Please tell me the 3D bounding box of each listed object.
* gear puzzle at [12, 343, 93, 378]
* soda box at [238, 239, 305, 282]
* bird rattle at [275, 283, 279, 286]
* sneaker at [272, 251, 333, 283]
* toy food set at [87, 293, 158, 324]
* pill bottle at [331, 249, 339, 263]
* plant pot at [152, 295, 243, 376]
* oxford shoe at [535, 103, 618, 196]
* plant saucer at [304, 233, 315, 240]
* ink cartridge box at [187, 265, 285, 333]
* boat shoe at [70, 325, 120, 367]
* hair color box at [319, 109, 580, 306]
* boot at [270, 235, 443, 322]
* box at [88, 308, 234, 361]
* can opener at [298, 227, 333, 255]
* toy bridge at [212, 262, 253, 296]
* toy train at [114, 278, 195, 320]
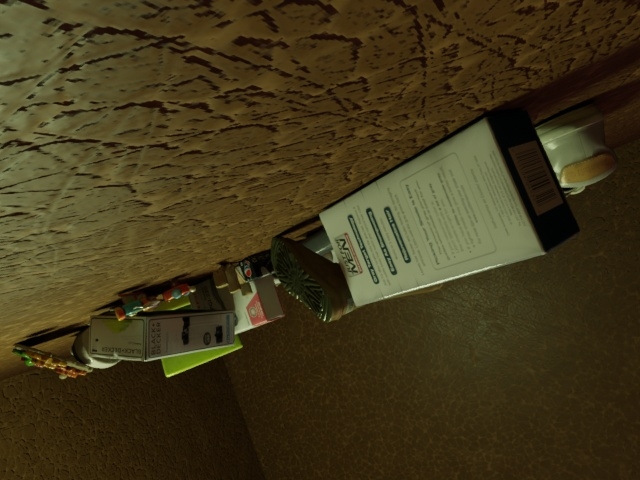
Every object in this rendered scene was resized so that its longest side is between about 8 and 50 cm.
[{"bbox_3d":[-0.631,0.293,1.146,0.175,0.044,0.339,25,156,-19],"label":"gear puzzle"},{"bbox_3d":[-0.104,0.048,1.163,0.168,0.053,0.060,-18,175,-39],"label":"soda box"},{"bbox_3d":[-0.213,0.170,1.707,0.207,0.143,0.253,-37,-175,-25],"label":"bird rattle"},{"bbox_3d":[-0.064,0.073,1.362,0.258,0.094,0.091,-17,179,-30],"label":"sneaker"},{"bbox_3d":[-0.473,0.183,1.178,0.132,0.039,0.192,-17,174,-43],"label":"toy food set"},{"bbox_3d":[0.088,0.064,1.837,0.108,0.108,0.193,-23,174,28],"label":"pill bottle"},{"bbox_3d":[-0.372,0.257,1.441,0.227,0.207,0.228,-19,175,-17],"label":"plant pot"},{"bbox_3d":[0.451,-0.145,0.942,0.169,0.130,0.449,-24,176,16],"label":"oxford shoe"},{"bbox_3d":[0.000,0.000,1.152,0.083,0.015,0.083,1,161,0],"label":"plant saucer"},{"bbox_3d":[-0.221,0.158,1.255,0.217,0.159,0.092,-24,172,27],"label":"ink cartridge box"},{"bbox_3d":[-0.646,0.315,1.384,0.158,0.127,0.340,-27,175,-1],"label":"boat shoe"},{"bbox_3d":[0.159,-0.028,0.711,0.105,0.174,0.347,-19,175,-39],"label":"hair color box"},{"bbox_3d":[0.067,0.052,0.952,0.269,0.236,0.089,-13,132,-34],"label":"boot"},{"bbox_3d":[-0.344,0.205,1.101,0.169,0.087,0.290,-3,175,28],"label":"box"},{"bbox_3d":[0.067,-0.004,1.039,0.283,0.095,0.076,-31,171,26],"label":"can opener"},{"bbox_3d":[-0.197,0.085,1.090,0.026,0.063,0.188,-22,165,4],"label":"toy bridge"},{"bbox_3d":[-0.325,0.106,0.945,0.125,0.046,0.166,-23,178,9],"label":"toy train"}]
